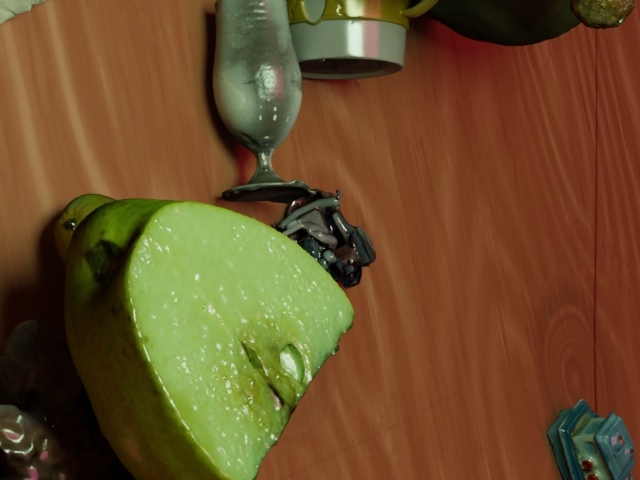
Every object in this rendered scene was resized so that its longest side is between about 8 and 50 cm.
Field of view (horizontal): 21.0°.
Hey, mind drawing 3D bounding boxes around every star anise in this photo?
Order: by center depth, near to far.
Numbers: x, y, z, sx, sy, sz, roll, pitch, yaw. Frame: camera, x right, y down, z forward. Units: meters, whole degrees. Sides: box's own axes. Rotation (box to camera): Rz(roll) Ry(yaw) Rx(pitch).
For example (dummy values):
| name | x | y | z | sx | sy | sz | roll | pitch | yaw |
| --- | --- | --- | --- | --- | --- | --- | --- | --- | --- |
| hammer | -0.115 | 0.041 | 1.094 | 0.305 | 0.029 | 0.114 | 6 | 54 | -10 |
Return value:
| name | x | y | z | sx | sy | sz | roll | pitch | yaw |
| --- | --- | --- | --- | --- | --- | --- | --- | --- | --- |
| star anise | -0.225 | 0.222 | 1.575 | 0.315 | 0.108 | 0.315 | 15 | 68 | -41 |

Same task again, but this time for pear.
| name | x | y | z | sx | sy | sz | roll | pitch | yaw |
| --- | --- | --- | --- | --- | --- | --- | --- | --- | --- |
| pear | -0.131 | 0.087 | 1.539 | 0.292 | 0.159 | 0.292 | 25 | 54 | -39 |

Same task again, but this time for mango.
| name | x | y | z | sx | sy | sz | roll | pitch | yaw |
| --- | --- | --- | --- | --- | --- | --- | --- | --- | --- |
| mango | -0.182 | 0.035 | 1.676 | 0.191 | 0.085 | 0.122 | 48 | 13 | -20 |

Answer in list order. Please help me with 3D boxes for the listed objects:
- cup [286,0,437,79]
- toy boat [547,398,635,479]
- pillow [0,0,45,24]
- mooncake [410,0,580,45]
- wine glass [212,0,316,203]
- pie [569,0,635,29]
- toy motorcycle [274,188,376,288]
| name | x | y | z | sx | sy | sz | roll | pitch | yaw |
| --- | --- | --- | --- | --- | --- | --- | --- | --- | --- |
| cup | 0.046 | -0.305 | 1.961 | 0.185 | 0.241 | 0.226 | 9 | 81 | -65 |
| toy boat | 0.397 | 0.330 | 2.345 | 0.109 | 0.098 | 0.238 | -44 | 115 | -44 |
| pillow | -0.318 | -0.267 | 1.632 | 0.229 | 0.051 | 0.128 | -37 | 107 | -47 |
| mooncake | 0.232 | -0.422 | 2.127 | 0.194 | 0.356 | 0.356 | 28 | 59 | -39 |
| wine glass | -0.065 | -0.154 | 1.880 | 0.103 | 0.103 | 0.222 | 3 | 80 | -51 |
| pie | 0.172 | -0.445 | 1.853 | 0.418 | 0.180 | 0.395 | 14 | 72 | -7 |
| toy motorcycle | 0.001 | -0.001 | 1.899 | 0.122 | 0.082 | 0.213 | 59 | 10 | 3 |
